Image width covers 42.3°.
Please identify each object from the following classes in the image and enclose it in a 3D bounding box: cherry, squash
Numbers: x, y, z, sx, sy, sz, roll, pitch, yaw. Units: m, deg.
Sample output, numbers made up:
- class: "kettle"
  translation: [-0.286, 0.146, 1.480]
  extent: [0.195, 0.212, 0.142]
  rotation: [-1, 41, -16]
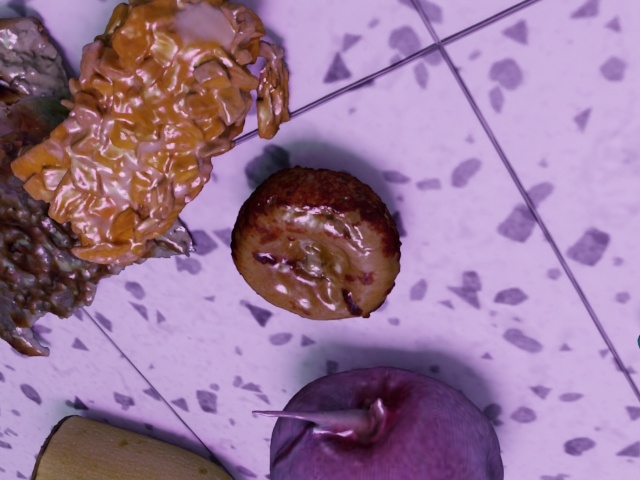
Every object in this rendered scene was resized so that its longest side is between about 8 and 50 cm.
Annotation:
- class: "cherry"
  translation: [0.061, 0.216, 0.767]
  extent: [0.213, 0.183, 0.266]
  rotation: [7, 144, 27]
- class: "squash"
  translation: [-0.200, 0.297, 0.970]
  extent: [0.247, 0.132, 0.132]
  rotation: [12, 130, 10]

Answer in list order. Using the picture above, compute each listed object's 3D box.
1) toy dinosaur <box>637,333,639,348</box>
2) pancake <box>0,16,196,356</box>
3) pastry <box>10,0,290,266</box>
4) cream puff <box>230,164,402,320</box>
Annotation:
- class: "toy dinosaur"
  translation: [0.317, 0.081, 0.645]
  extent: [0.133, 0.059, 0.096]
  rotation: [5, 134, 8]
- class: "pancake"
  translation: [-0.325, -0.018, 0.812]
  extent: [0.427, 0.066, 0.305]
  rotation: [-32, 112, 35]
- class: "pastry"
  translation: [-0.121, -0.091, 0.631]
  extent: [0.154, 0.102, 0.250]
  rotation: [40, 116, -15]
- class: "cream puff"
  translation: [0.000, 0.000, 0.685]
  extent: [0.149, 0.084, 0.149]
  rotation: [11, 134, 12]
